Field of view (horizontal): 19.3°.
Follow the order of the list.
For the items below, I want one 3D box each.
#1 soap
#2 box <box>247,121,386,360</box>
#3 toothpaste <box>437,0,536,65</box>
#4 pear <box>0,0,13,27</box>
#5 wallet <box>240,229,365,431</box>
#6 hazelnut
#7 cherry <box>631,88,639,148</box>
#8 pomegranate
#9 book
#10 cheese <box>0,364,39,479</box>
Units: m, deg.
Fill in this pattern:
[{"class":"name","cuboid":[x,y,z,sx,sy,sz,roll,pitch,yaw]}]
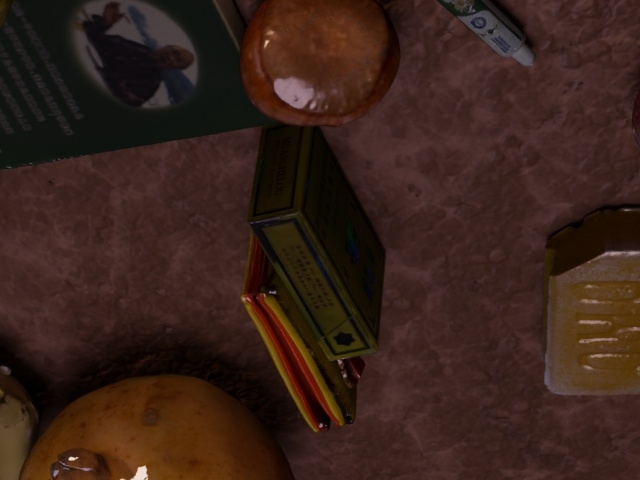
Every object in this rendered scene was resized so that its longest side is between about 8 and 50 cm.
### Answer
[{"class":"soap","cuboid":[0.309,0.066,2.000,0.140,0.073,0.232,-2,136,2]},{"class":"box","cuboid":[0.001,0.000,1.914,0.064,0.141,0.220,-14,134,20]},{"class":"toothpaste","cuboid":[0.130,-0.225,1.739,0.049,0.031,0.204,-33,123,32]},{"class":"pear","cuboid":[-0.387,-0.264,1.590,0.294,0.294,0.294,3,137,3]},{"class":"wallet","cuboid":[-0.014,0.080,2.004,0.067,0.141,0.241,-10,137,17]},{"class":"hazelnut","cuboid":[-0.002,-0.163,1.747,0.150,0.150,0.150,3,137,3]},{"class":"cherry","cuboid":[0.372,-0.140,1.745,0.148,0.115,0.188,28,130,5]},{"class":"pomegranate","cuboid":[-0.191,0.309,2.133,0.342,0.342,0.342,3,137,3]},{"class":"book","cuboid":[-0.254,-0.180,1.827,0.371,0.043,0.260,-8,138,17]},{"class":"cheese","cuboid":[-0.457,0.227,2.232,0.259,0.128,0.316,15,143,-20]}]
